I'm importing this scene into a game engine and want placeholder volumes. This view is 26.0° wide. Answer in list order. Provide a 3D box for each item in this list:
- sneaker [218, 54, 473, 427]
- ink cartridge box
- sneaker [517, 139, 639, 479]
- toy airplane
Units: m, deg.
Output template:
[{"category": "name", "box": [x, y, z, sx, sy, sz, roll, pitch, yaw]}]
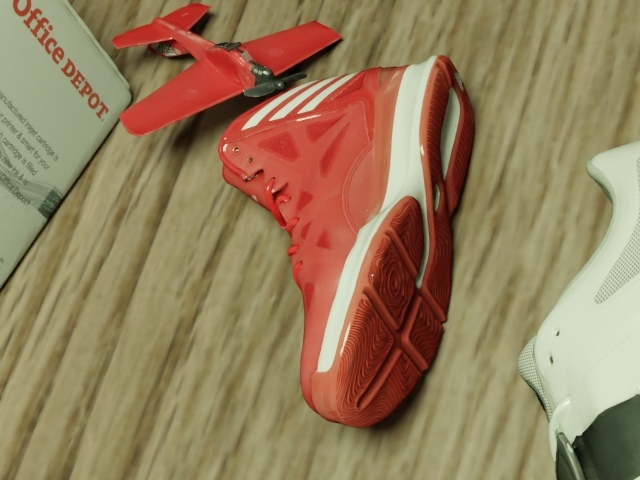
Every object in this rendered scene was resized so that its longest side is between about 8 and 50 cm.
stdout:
[{"category": "sneaker", "box": [0.000, 0.000, 0.736, 0.128, 0.087, 0.221, -2, 48, 29]}, {"category": "ink cartridge box", "box": [-0.221, -0.055, 0.796, 0.087, 0.153, 0.208, 23, 70, 29]}, {"category": "sneaker", "box": [0.155, 0.095, 0.603, 0.146, 0.122, 0.330, -6, 57, 34]}, {"category": "toy airplane", "box": [-0.065, -0.111, 0.822, 0.151, 0.028, 0.151, -9, 31, 6]}]
